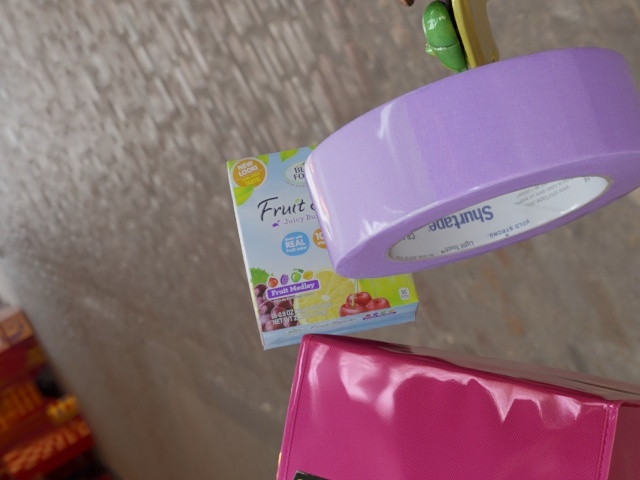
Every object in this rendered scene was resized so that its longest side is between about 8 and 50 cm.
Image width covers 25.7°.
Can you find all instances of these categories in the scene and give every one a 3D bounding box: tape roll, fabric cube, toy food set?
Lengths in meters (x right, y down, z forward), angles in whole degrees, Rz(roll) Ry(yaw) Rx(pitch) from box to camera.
[{"bbox_3d":[0.129,-0.056,1.127,0.275,0.275,0.090,124,130,-73],"label":"tape roll"},{"bbox_3d":[0.136,0.221,1.055,0.258,0.259,0.254,9,178,35],"label":"fabric cube"},{"bbox_3d":[0.109,-0.233,1.275,0.218,0.071,0.128,64,-149,-49],"label":"toy food set"}]

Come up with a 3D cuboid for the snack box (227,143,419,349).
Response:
[{"bbox_3d":[0.000,0.000,1.544,0.070,0.174,0.207,91,166,-67],"label":"snack box"}]

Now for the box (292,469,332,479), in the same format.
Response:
[{"bbox_3d":[0.039,0.227,0.703,0.184,0.190,0.045,12,144,17],"label":"box"}]
